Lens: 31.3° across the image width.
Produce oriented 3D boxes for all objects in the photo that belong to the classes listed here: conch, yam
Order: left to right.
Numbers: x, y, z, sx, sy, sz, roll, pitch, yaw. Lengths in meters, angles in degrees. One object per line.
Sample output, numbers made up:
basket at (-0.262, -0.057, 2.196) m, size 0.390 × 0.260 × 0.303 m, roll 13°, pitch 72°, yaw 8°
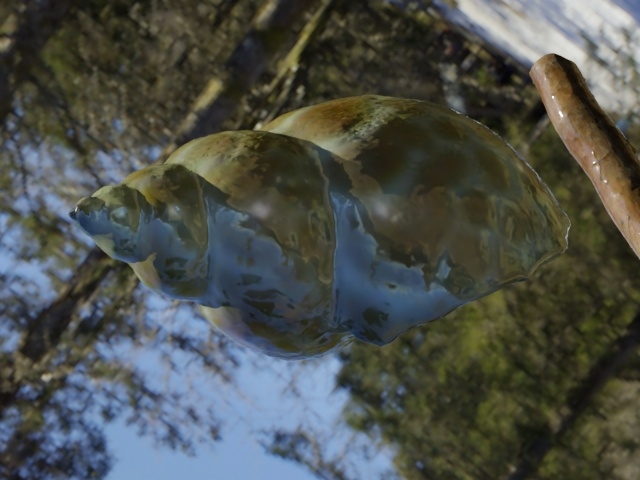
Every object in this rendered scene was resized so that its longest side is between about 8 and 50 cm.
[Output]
conch at (0.010, -0.009, 0.460) m, size 0.116 × 0.173 × 0.106 m, roll -76°, pitch -28°, yaw -59°
yam at (0.259, -0.078, 1.036) m, size 0.057 × 0.057 × 0.241 m, roll 29°, pitch -149°, yaw -52°
